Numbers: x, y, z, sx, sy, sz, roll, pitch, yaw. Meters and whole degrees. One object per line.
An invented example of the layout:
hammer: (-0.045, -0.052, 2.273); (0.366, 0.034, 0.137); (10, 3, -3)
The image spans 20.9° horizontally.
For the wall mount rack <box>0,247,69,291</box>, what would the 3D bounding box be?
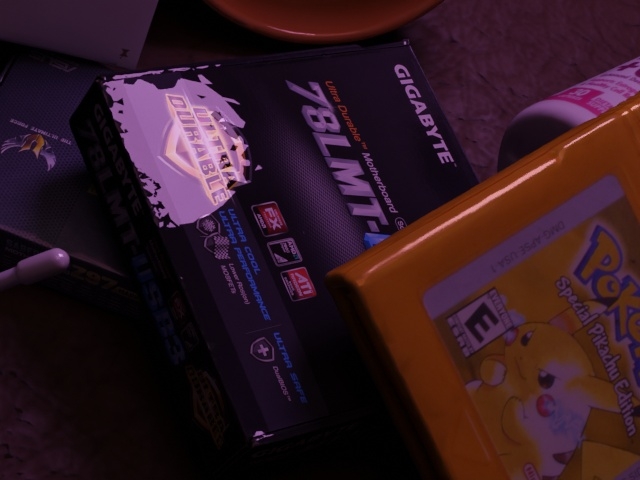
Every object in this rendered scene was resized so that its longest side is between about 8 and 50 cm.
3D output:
wall mount rack: (-0.319, 0.118, 1.113); (0.304, 0.130, 0.350); (3, 54, -14)

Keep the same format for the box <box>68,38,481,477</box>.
box: (0.000, 0.000, 1.278); (0.293, 0.073, 0.295); (-11, 68, -34)

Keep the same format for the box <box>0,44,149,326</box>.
box: (-0.157, -0.039, 1.322); (0.233, 0.059, 0.183); (22, 52, 0)

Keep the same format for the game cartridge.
game cartridge: (0.196, 0.074, 1.236); (0.324, 0.053, 0.285); (-30, 99, -22)

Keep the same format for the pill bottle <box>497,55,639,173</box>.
pill bottle: (0.298, -0.081, 1.423); (0.283, 0.160, 0.160); (-25, 65, -31)

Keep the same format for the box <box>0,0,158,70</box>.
box: (-0.204, -0.226, 1.384); (0.130, 0.091, 0.170); (11, 31, -21)

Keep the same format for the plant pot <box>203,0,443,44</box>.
plant pot: (-0.004, -0.341, 1.471); (0.291, 0.291, 0.203); (4, 36, -14)
